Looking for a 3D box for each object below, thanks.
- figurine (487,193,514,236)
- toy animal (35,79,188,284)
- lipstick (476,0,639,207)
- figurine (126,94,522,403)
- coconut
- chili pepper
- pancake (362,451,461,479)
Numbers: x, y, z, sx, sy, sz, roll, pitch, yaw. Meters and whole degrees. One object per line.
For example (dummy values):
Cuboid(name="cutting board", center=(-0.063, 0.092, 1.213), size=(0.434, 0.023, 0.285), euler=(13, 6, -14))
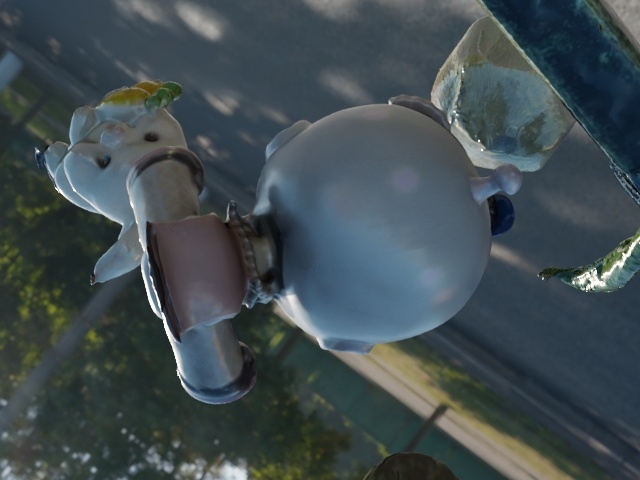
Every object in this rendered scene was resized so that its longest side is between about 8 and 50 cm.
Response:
Cuboid(name="figurine", center=(0.160, -0.046, 1.240), size=(0.149, 0.087, 0.086), euler=(33, -151, -39))
Cuboid(name="toy animal", center=(-0.270, -0.090, 1.472), size=(0.310, 0.183, 0.247), euler=(29, 127, 58))
Cuboid(name="lipstick", center=(0.126, -0.073, 0.470), size=(0.312, 0.051, 0.051), euler=(43, -161, -29))
Cuboid(name="figurine", center=(0.002, 0.009, 1.036), size=(0.211, 0.361, 0.253), euler=(-157, 54, -70))
Cuboid(name="coconut", center=(0.279, -0.215, 1.581), size=(0.227, 0.230, 0.227), euler=(9, 131, 10))
Cuboid(name="chili pepper", center=(0.415, 0.027, 1.487), size=(0.359, 0.085, 0.076), euler=(128, 128, -70))
Cuboid(name="pancake", center=(0.089, 0.281, 0.823), size=(0.042, 0.222, 0.236), euler=(-24, 133, 36))
